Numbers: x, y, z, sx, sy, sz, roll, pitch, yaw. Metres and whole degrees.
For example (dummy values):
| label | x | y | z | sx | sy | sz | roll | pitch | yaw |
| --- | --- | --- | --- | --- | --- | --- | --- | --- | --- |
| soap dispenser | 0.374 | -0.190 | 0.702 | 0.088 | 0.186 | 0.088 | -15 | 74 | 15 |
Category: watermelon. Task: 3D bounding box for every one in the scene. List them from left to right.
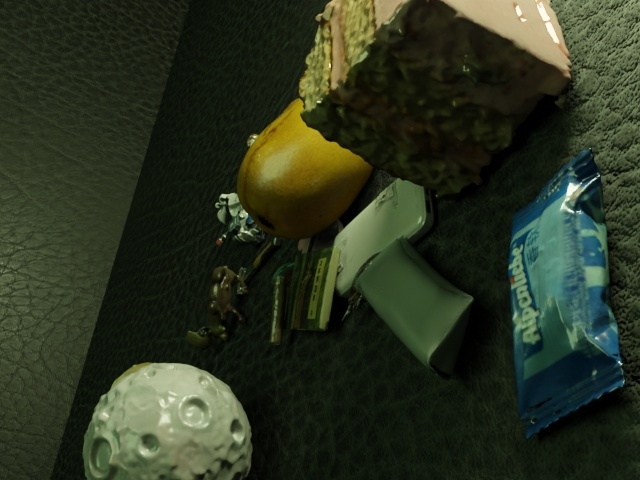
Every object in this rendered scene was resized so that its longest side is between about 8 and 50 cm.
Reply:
| label | x | y | z | sx | sy | sz | roll | pitch | yaw |
| --- | --- | --- | --- | --- | --- | --- | --- | --- | --- |
| watermelon | -0.058 | 0.075 | 1.874 | 0.085 | 0.085 | 0.061 | -15 | 97 | 61 |

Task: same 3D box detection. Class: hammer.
| label | x | y | z | sx | sy | sz | roll | pitch | yaw |
| --- | --- | --- | --- | --- | --- | --- | --- | --- | --- |
| hammer | -0.151 | 0.054 | 2.104 | 0.201 | 0.021 | 0.078 | -49 | 30 | 37 |

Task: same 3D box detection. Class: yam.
| label | x | y | z | sx | sy | sz | roll | pitch | yaw |
| --- | --- | --- | --- | --- | --- | --- | --- | --- | --- |
| yam | -0.087 | 0.143 | 1.815 | 0.032 | 0.032 | 0.145 | -28 | 51 | 56 |

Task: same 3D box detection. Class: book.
| label | x | y | z | sx | sy | sz | roll | pitch | yaw |
| --- | --- | --- | --- | --- | --- | --- | --- | --- | --- |
| book | -0.019 | 0.098 | 1.727 | 0.228 | 0.024 | 0.160 | 166 | 115 | -71 |

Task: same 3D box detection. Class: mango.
| label | x | y | z | sx | sy | sz | roll | pitch | yaw |
| --- | --- | --- | --- | --- | --- | --- | --- | --- | --- |
| mango | -0.007 | -0.171 | 1.750 | 0.378 | 0.221 | 0.264 | -52 | 25 | 5 |

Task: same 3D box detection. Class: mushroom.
| label | x | y | z | sx | sy | sz | roll | pitch | yaw |
| --- | --- | --- | --- | --- | --- | --- | --- | --- | --- |
| mushroom | -0.189 | -0.162 | 2.352 | 0.068 | 0.043 | 0.306 | 116 | 162 | -58 |

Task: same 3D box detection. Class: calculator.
| label | x | y | z | sx | sy | sz | roll | pitch | yaw |
| --- | --- | --- | --- | --- | --- | --- | --- | --- | --- |
| calculator | 0.000 | 0.000 | 1.828 | 0.166 | 0.024 | 0.103 | -4 | 68 | 62 |

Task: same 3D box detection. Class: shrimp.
| label | x | y | z | sx | sy | sz | roll | pitch | yaw |
| --- | --- | --- | --- | --- | --- | --- | --- | --- | --- |
| shrimp | 0.086 | 0.083 | 1.536 | 0.165 | 0.065 | 0.056 | -61 | -8 | 29 |

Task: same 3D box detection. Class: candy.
| label | x | y | z | sx | sy | sz | roll | pitch | yaw |
| --- | --- | --- | --- | --- | --- | --- | --- | --- | --- |
| candy | 0.296 | 0.062 | 1.090 | 0.187 | 0.077 | 0.331 | 132 | 151 | -52 |

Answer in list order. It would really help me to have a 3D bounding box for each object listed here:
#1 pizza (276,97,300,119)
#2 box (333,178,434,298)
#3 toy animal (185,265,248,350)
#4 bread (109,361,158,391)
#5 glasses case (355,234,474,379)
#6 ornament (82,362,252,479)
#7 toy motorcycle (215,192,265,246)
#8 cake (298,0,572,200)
| label | x | y | z | sx | sy | sz | roll | pitch | yaw |
| --- | --- | --- | --- | --- | --- | --- | --- | --- | --- |
| pizza | -0.032 | -0.243 | 2.038 | 0.182 | 0.074 | 0.365 | -69 | 23 | 3 |
| box | 0.107 | -0.014 | 1.589 | 0.285 | 0.044 | 0.142 | -43 | 36 | 45 |
| toy animal | -0.244 | 0.167 | 2.122 | 0.186 | 0.093 | 0.214 | 5 | 87 | 55 |
| bread | -0.413 | 0.445 | 2.090 | 0.305 | 0.158 | 0.305 | 9 | -90 | -80 |
| glasses case | 0.156 | 0.096 | 1.347 | 0.128 | 0.083 | 0.308 | -58 | 25 | 9 |
| ornament | -0.298 | 0.399 | 1.744 | 0.337 | 0.337 | 0.337 | -46 | 32 | 41 |
| toy motorcycle | -0.194 | -0.066 | 2.208 | 0.150 | 0.102 | 0.221 | -42 | 32 | 23 |
| cake | 0.168 | -0.286 | 1.364 | 0.307 | 0.314 | 0.293 | -48 | 29 | 43 |
